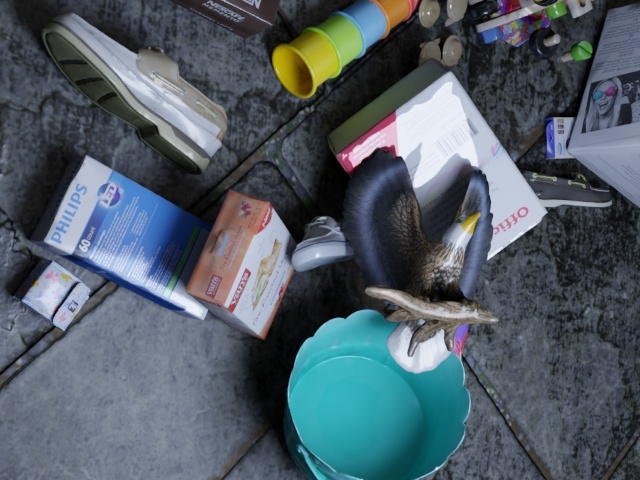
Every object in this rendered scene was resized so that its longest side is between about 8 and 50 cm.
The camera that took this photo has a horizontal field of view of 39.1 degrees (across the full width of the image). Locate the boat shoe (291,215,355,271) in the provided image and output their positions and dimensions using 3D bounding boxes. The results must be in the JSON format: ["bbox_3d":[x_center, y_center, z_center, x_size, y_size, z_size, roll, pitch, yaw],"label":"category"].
[{"bbox_3d":[0.000,0.000,1.404,0.083,0.226,0.076,-20,85,13],"label":"boat shoe"}]

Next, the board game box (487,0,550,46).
[{"bbox_3d":[0.391,-0.452,1.712,0.168,0.033,0.133,-35,108,-27],"label":"board game box"}]

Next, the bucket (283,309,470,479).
[{"bbox_3d":[0.073,0.259,1.373,0.281,0.183,0.281,4,63,-8],"label":"bucket"}]

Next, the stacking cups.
[{"bbox_3d":[0.057,-0.354,1.482,0.316,0.096,0.096,-43,111,-29],"label":"stacking cups"}]

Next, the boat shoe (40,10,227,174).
[{"bbox_3d":[-0.256,-0.222,1.273,0.302,0.113,0.103,44,67,-36],"label":"boat shoe"}]

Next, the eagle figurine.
[{"bbox_3d":[0.165,0.019,1.324,0.225,0.298,0.226,-26,124,14],"label":"eagle figurine"}]

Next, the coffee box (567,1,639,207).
[{"bbox_3d":[0.749,-0.256,1.738,0.337,0.338,0.334,29,73,-34],"label":"coffee box"}]

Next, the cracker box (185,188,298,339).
[{"bbox_3d":[-0.104,0.042,1.307,0.232,0.067,0.156,58,53,-69],"label":"cracker box"}]

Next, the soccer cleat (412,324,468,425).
[{"bbox_3d":[0.199,0.248,1.548,0.108,0.116,0.318,33,74,-28],"label":"soccer cleat"}]

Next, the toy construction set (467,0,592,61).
[{"bbox_3d":[0.411,-0.490,1.568,0.257,0.237,0.309,-1,88,-26],"label":"toy construction set"}]

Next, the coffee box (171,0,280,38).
[{"bbox_3d":[-0.115,-0.452,1.358,0.141,0.098,0.247,20,80,-30],"label":"coffee box"}]

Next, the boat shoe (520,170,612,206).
[{"bbox_3d":[0.476,-0.099,1.739,0.227,0.081,0.069,-1,95,-29],"label":"boat shoe"}]

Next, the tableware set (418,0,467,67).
[{"bbox_3d":[0.210,-0.363,1.565,0.141,0.020,0.169,-21,120,-45],"label":"tableware set"}]

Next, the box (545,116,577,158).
[{"bbox_3d":[0.490,-0.202,1.780,0.136,0.028,0.081,-4,92,-29],"label":"box"}]

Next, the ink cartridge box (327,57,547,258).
[{"bbox_3d":[0.189,-0.108,1.483,0.226,0.131,0.306,-36,114,6],"label":"ink cartridge box"}]

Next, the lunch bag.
[{"bbox_3d":[-0.363,0.075,1.236,0.083,0.053,0.071,46,69,-33],"label":"lunch bag"}]

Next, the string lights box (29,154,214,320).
[{"bbox_3d":[-0.260,0.000,1.284,0.259,0.076,0.133,31,74,-28],"label":"string lights box"}]
